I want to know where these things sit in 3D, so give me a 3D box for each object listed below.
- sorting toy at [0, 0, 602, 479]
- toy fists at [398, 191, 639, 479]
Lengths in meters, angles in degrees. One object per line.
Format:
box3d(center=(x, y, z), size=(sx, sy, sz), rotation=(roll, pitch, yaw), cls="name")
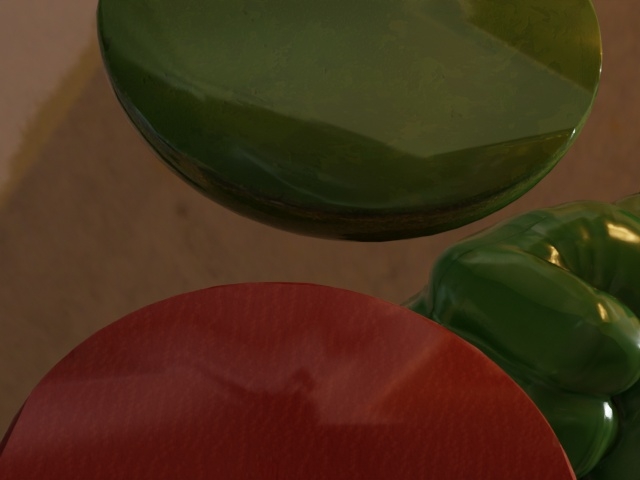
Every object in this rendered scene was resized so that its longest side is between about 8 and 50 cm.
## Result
box3d(center=(0.000, 0.000, 0.513), size=(0.127, 0.126, 0.365), rotation=(8, -131, -1), cls="sorting toy")
box3d(center=(0.067, 0.118, 0.651), size=(0.142, 0.279, 0.096), rotation=(-17, -145, -35), cls="toy fists")
